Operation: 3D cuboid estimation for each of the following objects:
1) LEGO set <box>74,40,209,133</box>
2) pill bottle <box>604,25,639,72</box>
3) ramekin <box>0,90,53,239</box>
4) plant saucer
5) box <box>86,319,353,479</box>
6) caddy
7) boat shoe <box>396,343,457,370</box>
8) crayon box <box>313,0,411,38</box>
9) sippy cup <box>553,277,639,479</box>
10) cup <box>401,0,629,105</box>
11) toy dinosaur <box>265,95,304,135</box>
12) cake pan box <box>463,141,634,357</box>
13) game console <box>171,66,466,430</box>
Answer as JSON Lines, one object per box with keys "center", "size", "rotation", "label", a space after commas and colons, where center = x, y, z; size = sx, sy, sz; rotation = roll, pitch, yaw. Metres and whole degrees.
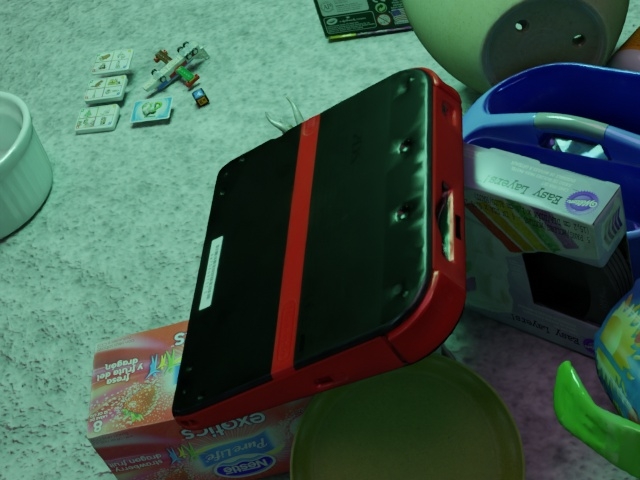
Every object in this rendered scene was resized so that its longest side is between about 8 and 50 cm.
{"center": [-0.299, -0.266, 1.845], "size": [0.244, 0.060, 0.182], "rotation": [-5, 57, 19], "label": "LEGO set"}
{"center": [0.464, -0.236, 1.439], "size": [0.118, 0.117, 0.208], "rotation": [23, 58, 38], "label": "pill bottle"}
{"center": [-0.578, -0.109, 1.709], "size": [0.277, 0.135, 0.277], "rotation": [-11, 44, 11], "label": "ramekin"}
{"center": [0.089, 0.233, 1.078], "size": [0.241, 0.037, 0.240], "rotation": [0, 84, -1], "label": "plant saucer"}
{"center": [-0.100, 0.182, 1.208], "size": [0.300, 0.154, 0.142], "rotation": [-13, 44, 7], "label": "box"}
{"center": [0.323, -0.092, 1.266], "size": [0.341, 0.179, 0.241], "rotation": [16, 66, 38], "label": "caddy"}
{"center": [0.101, 0.119, 1.147], "size": [0.076, 0.226, 0.083], "rotation": [32, 92, 33], "label": "boat shoe"}
{"center": [0.190, -0.506, 1.834], "size": [0.363, 0.106, 0.313], "rotation": [-5, 44, 17], "label": "crayon box"}
{"center": [0.389, 0.144, 1.014], "size": [0.240, 0.305, 0.224], "rotation": [-50, 30, 10], "label": "sippy cup"}
{"center": [0.282, -0.319, 1.425], "size": [0.331, 0.331, 0.237], "rotation": [-14, 39, 8], "label": "cup"}
{"center": [0.076, -0.099, 1.420], "size": [0.314, 0.160, 0.121], "rotation": [3, 48, 25], "label": "toy dinosaur"}
{"center": [0.231, 0.010, 1.184], "size": [0.267, 0.245, 0.070], "rotation": [21, 61, 36], "label": "cake pan box"}
{"center": [0.000, 0.000, 1.130], "size": [0.342, 0.060, 0.386], "rotation": [-26, 40, 31], "label": "game console"}
